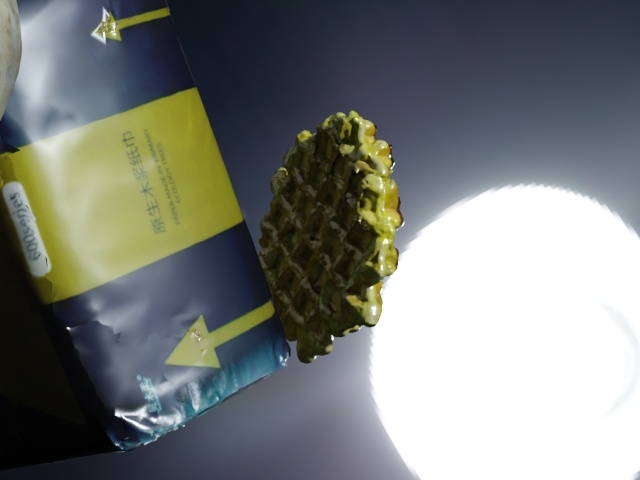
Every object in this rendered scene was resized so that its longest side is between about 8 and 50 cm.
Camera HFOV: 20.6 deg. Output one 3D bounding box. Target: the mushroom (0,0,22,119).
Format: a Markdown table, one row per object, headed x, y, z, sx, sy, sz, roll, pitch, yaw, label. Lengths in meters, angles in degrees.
| x | y | z | sx | sy | sz | roll | pitch | yaw | label |
| --- | --- | --- | --- | --- | --- | --- | --- | --- | --- |
| -0.284 | -0.112 | 1.128 | 0.195 | 0.189 | 0.254 | 76 | 28 | -63 | mushroom |

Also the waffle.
| x | y | z | sx | sy | sz | roll | pitch | yaw | label |
| --- | --- | --- | --- | --- | --- | --- | --- | --- | --- |
| 0.000 | 0.000 | 1.763 | 0.059 | 0.243 | 0.238 | 8 | 167 | -32 | waffle |

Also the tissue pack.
| x | y | z | sx | sy | sz | roll | pitch | yaw | label |
| --- | --- | --- | --- | --- | --- | --- | --- | --- | --- |
| -0.233 | -0.029 | 1.495 | 0.264 | 0.416 | 0.253 | -13 | -169 | 42 | tissue pack |
